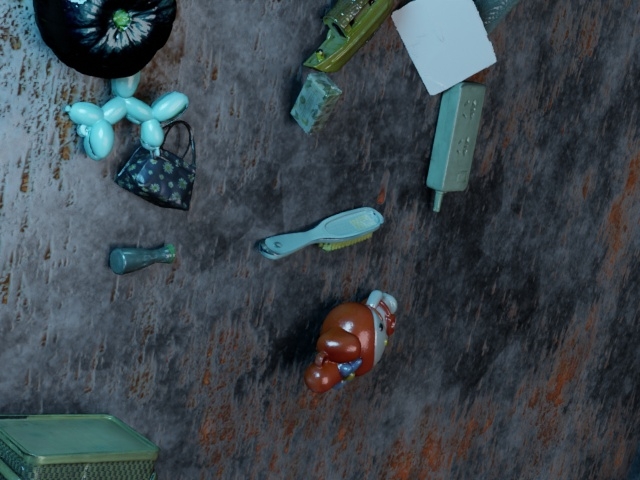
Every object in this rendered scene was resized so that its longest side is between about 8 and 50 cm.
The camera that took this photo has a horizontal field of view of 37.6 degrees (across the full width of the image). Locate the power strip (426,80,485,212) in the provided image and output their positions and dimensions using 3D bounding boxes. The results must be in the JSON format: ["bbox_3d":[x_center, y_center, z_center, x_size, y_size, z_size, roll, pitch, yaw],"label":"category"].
[{"bbox_3d":[0.283,-0.197,2.006,0.093,0.053,0.288,-7,111,-45],"label":"power strip"}]

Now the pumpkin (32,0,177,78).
[{"bbox_3d":[-0.293,-0.321,1.284,0.202,0.140,0.202,-20,131,-25],"label":"pumpkin"}]

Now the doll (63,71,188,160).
[{"bbox_3d":[-0.293,-0.187,1.392,0.159,0.059,0.158,27,87,-28],"label":"doll"}]

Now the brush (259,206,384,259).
[{"bbox_3d":[0.000,0.000,1.802,0.297,0.068,0.060,-16,140,-37],"label":"brush"}]

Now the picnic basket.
[{"bbox_3d":[-0.398,0.363,1.459,0.266,0.165,0.139,12,97,-48],"label":"picnic basket"}]

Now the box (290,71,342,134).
[{"bbox_3d":[-0.008,-0.241,1.649,0.045,0.062,0.098,-20,149,-40],"label":"box"}]

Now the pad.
[{"bbox_3d":[0.246,-0.398,1.847,0.156,0.004,0.232,-27,134,9],"label":"pad"}]

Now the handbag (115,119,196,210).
[{"bbox_3d":[-0.240,-0.125,1.479,0.115,0.072,0.139,29,81,-44],"label":"handbag"}]

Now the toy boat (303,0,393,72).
[{"bbox_3d":[0.050,-0.388,1.672,0.226,0.068,0.088,-49,131,-14],"label":"toy boat"}]

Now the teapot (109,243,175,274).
[{"bbox_3d":[-0.285,0.028,1.522,0.110,0.043,0.043,-9,113,-46],"label":"teapot"}]

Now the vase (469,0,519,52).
[{"bbox_3d":[0.353,-0.482,1.927,0.219,0.096,0.096,-52,137,-12],"label":"vase"}]

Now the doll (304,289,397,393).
[{"bbox_3d":[0.063,0.201,1.893,0.290,0.130,0.161,-35,137,-50],"label":"doll"}]
